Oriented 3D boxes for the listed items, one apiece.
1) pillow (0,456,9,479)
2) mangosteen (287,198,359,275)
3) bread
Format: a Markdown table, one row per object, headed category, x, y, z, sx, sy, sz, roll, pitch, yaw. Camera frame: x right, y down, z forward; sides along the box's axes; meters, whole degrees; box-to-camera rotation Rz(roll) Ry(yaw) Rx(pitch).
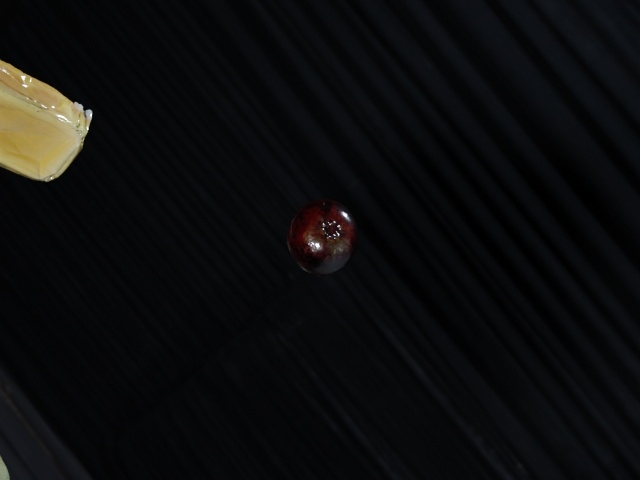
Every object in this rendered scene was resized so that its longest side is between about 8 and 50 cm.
| category | x | y | z | sx | sy | sz | roll | pitch | yaw |
| --- | --- | --- | --- | --- | --- | --- | --- | --- | --- |
| pillow | -0.643 | 0.389 | 1.966 | 0.053 | 0.208 | 0.119 | -24 | 7 | 15 |
| mangosteen | 0.000 | 0.000 | 1.788 | 0.140 | 0.140 | 0.140 | -38 | -4 | -3 |
| bread | -0.492 | -0.198 | 1.664 | 0.241 | 0.107 | 0.136 | 26 | -61 | -35 |
